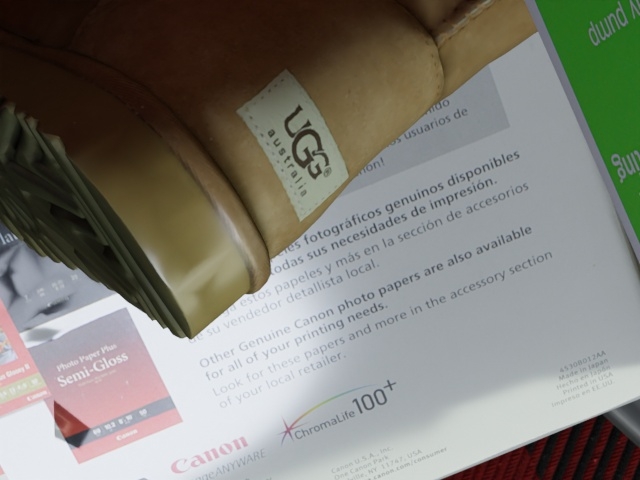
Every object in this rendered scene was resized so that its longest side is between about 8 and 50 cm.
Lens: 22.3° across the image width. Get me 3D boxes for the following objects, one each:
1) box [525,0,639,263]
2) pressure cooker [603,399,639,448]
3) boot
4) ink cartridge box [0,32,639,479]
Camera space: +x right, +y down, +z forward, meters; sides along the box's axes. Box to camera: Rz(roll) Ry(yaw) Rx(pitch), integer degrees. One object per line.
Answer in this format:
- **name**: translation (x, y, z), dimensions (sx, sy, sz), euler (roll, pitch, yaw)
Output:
- **box**: translation (0.130, -0.093, 0.243), dimensions (0.127, 0.231, 0.262), euler (-21, 177, -18)
- **pressure cooker**: translation (0.301, -0.020, 1.113), dimensions (0.375, 0.420, 0.370), euler (-38, 157, -22)
- **boot**: translation (0.014, -0.098, 0.462), dimensions (0.269, 0.089, 0.236), euler (-38, -142, -17)
- **ink cartridge box**: translation (-0.057, -0.021, 0.629), dimensions (0.309, 0.272, 0.130), euler (-22, -153, 2)
